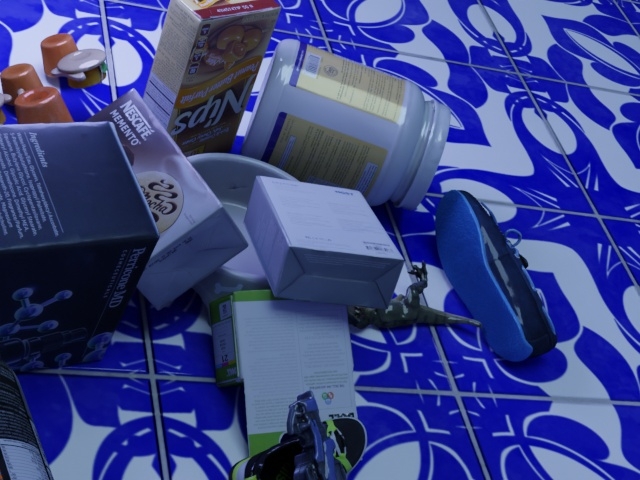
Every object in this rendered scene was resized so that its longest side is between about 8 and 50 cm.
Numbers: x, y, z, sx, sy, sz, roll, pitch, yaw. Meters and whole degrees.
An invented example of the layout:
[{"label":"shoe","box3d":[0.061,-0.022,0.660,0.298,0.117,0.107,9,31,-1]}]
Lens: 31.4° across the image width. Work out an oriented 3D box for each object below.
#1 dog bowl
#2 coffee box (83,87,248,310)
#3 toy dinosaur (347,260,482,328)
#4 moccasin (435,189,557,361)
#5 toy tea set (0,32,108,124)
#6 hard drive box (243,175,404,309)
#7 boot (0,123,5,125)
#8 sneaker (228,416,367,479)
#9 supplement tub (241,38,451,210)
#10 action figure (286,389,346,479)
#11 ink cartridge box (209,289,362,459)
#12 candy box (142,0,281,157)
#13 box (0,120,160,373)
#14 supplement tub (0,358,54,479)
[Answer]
[{"label":"dog bowl","box3d":[-0.133,-0.009,1.854,0.348,0.102,0.349,14,40,-12]},{"label":"coffee box","box3d":[-0.260,-0.066,1.697,0.168,0.119,0.297,-35,56,-4]},{"label":"toy dinosaur","box3d":[0.140,0.098,1.909,0.268,0.064,0.118,3,57,-26]},{"label":"moccasin","box3d":[0.304,0.065,2.002,0.116,0.138,0.342,1,58,-34]},{"label":"toy tea set","box3d":[-0.465,-0.240,1.968,0.200,0.124,0.336,4,36,23]},{"label":"hard drive box","box3d":[0.000,0.000,1.715,0.181,0.089,0.232,8,26,-19]},{"label":"boot","box3d":[-0.541,-0.068,1.590,0.206,0.248,0.090,-4,55,-28]},{"label":"sneaker","box3d":[-0.014,0.301,1.545,0.234,0.097,0.084,-20,81,-36]},{"label":"supplement tub","box3d":[0.045,-0.203,2.060,0.331,0.241,0.241,19,38,-7]},{"label":"action figure","box3d":[-0.048,0.373,1.404,0.330,0.178,0.341,-1,69,-36]},{"label":"ink cartridge box","box3d":[-0.052,0.203,1.670,0.188,0.097,0.255,0,79,-29]},{"label":"candy box","box3d":[-0.201,-0.280,1.956,0.183,0.316,0.087,-20,55,-42]},{"label":"box","box3d":[-0.456,0.023,1.474,0.395,0.293,0.212,-7,56,-34]},{"label":"supplement tub","box3d":[-0.395,0.304,1.265,0.207,0.207,0.338,-4,47,-32]}]
